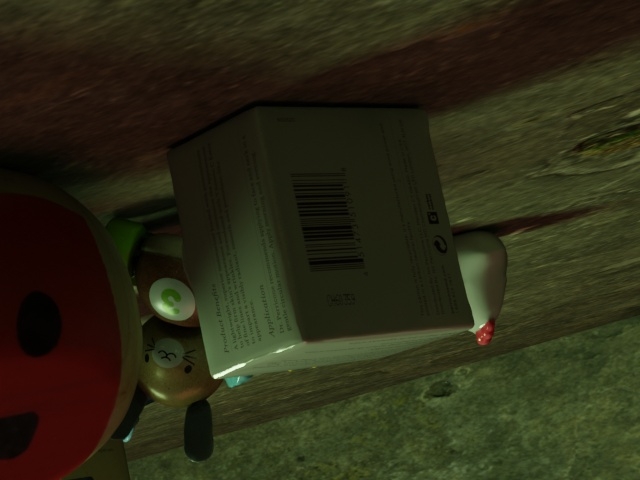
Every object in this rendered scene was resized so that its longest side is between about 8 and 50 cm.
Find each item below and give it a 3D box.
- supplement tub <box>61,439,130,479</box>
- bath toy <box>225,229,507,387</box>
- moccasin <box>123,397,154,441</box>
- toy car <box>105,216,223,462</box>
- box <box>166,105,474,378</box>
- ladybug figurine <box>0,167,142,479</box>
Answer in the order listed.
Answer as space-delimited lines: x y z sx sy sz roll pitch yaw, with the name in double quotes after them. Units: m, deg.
-0.305 0.203 1.703 0.228 0.316 0.228 -11 170 -2 "supplement tub"
0.055 0.077 1.971 0.348 0.129 0.151 -9 169 -20 "bath toy"
-0.312 0.231 2.410 0.342 0.117 0.138 -14 170 11 "moccasin"
-0.126 0.093 1.547 0.155 0.188 0.149 15 174 11 "toy car"
0.000 0.000 1.338 0.182 0.181 0.119 -3 167 -42 "box"
-0.296 0.100 1.254 0.449 0.162 0.305 -7 127 -47 "ladybug figurine"
